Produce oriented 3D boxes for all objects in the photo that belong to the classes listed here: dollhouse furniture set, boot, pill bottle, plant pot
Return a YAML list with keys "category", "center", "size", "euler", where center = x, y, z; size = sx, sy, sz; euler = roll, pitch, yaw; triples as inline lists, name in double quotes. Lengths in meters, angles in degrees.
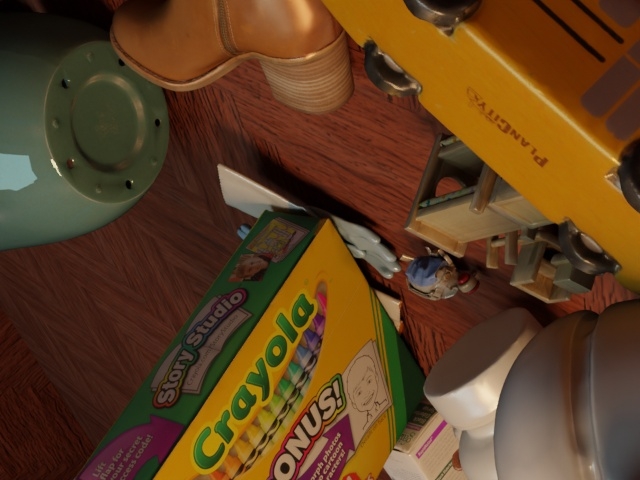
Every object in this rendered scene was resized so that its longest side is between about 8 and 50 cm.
- category: "dollhouse furniture set"
  center: [0.189, -0.032, 0.906]
  size: [0.161, 0.101, 0.182]
  euler: [27, 162, -20]
- category: "boot"
  center: [-0.105, -0.230, 1.004]
  size: [0.283, 0.109, 0.220]
  euler: [26, 151, 35]
- category: "pill bottle"
  center: [0.238, 0.214, 1.084]
  size: [0.301, 0.169, 0.169]
  euler: [49, 157, -8]
- category: "plant pot"
  center: [-0.319, -0.131, 1.336]
  size: [0.235, 0.293, 0.293]
  euler: [0, 132, 39]

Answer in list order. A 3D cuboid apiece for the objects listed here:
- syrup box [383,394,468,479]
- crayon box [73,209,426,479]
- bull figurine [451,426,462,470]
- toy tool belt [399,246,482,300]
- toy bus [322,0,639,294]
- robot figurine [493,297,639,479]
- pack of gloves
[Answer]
- category: "syrup box"
  center: [0.164, 0.304, 1.448]
  size: [0.093, 0.096, 0.237]
  euler: [5, 133, 55]
- category: "crayon box"
  center: [-0.052, 0.203, 1.255]
  size: [0.106, 0.363, 0.313]
  euler: [11, 146, 38]
- category: "bull figurine"
  center: [0.248, 0.292, 1.282]
  size: [0.188, 0.101, 0.310]
  euler: [25, 149, 36]
- category: "toy tool belt"
  center: [0.115, 0.031, 1.140]
  size: [0.051, 0.052, 0.083]
  euler: [46, 158, -22]
- category: "toy bus"
  center: [0.136, -0.121, 0.753]
  size: [0.332, 0.130, 0.108]
  euler: [43, 156, 7]
- category: "robot figurine"
  center: [0.265, 0.128, 0.749]
  size: [0.353, 0.300, 0.200]
  euler: [-15, 95, 27]
- category: "pack of gloves"
  center: [0.000, 0.000, 1.316]
  size: [0.232, 0.046, 0.195]
  euler: [26, 152, 18]
